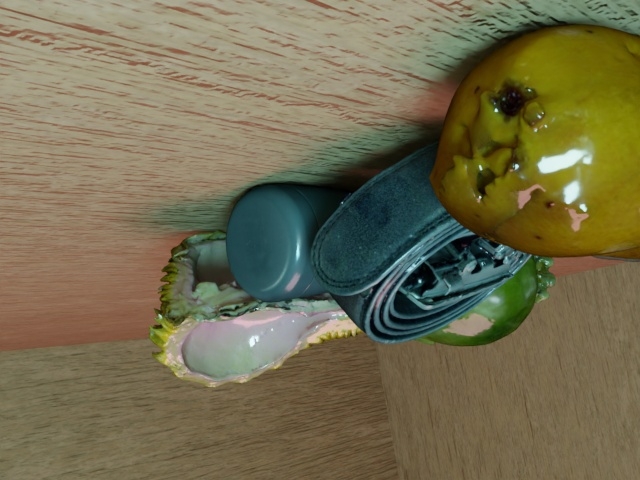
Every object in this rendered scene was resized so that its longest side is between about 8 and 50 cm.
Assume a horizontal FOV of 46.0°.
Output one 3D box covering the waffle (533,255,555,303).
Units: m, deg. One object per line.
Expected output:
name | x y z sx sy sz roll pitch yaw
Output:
waffle | 0.289 0.047 1.240 0.184 0.169 0.036 -22 150 14

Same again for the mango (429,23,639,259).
mango | 0.199 -0.060 0.547 0.201 0.152 0.287 -13 167 39

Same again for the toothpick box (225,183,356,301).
toothpick box | 0.000 0.000 0.820 0.184 0.120 0.120 -3 168 -46

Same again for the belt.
belt | 0.108 0.006 0.727 0.268 0.116 0.206 -19 145 -32

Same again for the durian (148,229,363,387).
durian | -0.081 0.058 0.920 0.305 0.195 0.185 -5 139 -33

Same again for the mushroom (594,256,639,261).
mushroom | 0.431 -0.044 0.977 0.177 0.126 0.397 3 167 -15

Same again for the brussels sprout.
brussels sprout | 0.200 0.061 1.122 0.244 0.244 0.244 -9 170 -2
